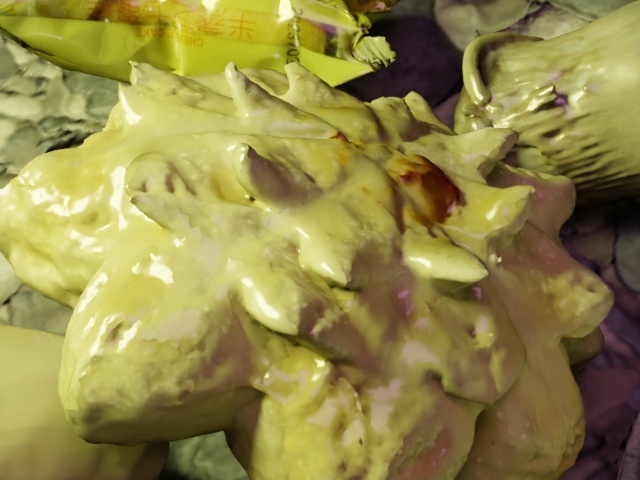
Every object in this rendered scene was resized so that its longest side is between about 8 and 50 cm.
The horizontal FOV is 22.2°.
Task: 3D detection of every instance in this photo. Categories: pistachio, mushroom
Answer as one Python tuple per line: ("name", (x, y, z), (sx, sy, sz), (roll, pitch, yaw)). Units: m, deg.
("pistachio", (-0.178, 0.109, 0.715), (0.223, 0.126, 0.152), (-6, 63, -14))
("mushroom", (0.261, -0.112, 0.899), (0.397, 0.126, 0.177), (-26, 47, -19))

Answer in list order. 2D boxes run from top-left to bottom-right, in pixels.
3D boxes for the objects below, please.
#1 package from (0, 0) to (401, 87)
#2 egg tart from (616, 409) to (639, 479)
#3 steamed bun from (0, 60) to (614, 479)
("package", (-0.063, -0.131, 0.911), (0.226, 0.090, 0.168), (7, 23, 7))
("egg tart", (0.218, 0.090, 0.698), (0.234, 0.094, 0.234), (-31, 36, 26))
("steamed bun", (0.000, 0.000, 0.748), (0.292, 0.137, 0.295), (-15, 52, -41))
